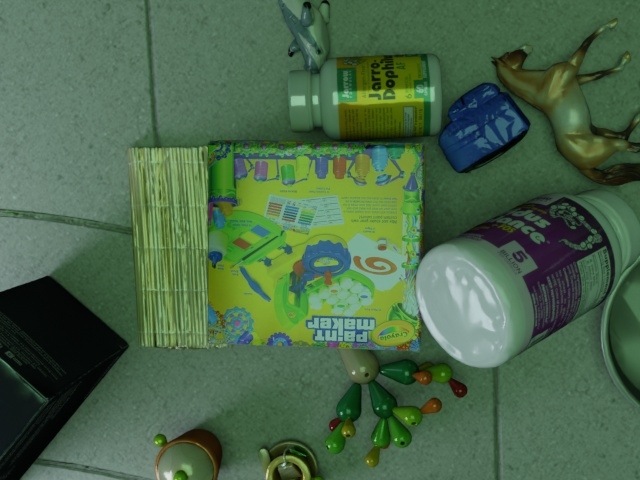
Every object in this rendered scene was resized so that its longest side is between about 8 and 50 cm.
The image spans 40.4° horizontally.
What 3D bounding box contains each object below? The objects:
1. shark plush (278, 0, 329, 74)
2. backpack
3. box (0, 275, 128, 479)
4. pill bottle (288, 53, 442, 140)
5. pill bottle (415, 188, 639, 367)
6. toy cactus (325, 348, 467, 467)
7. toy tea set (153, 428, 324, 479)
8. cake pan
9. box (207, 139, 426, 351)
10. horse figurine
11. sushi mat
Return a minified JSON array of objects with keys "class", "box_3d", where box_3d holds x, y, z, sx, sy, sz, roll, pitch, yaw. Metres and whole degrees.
[{"class":"shark plush","box_3d":[-0.019,-0.287,1.279,0.067,0.073,0.161,-2,117,26]},{"class":"backpack","box_3d":[0.222,-0.158,1.228,0.120,0.098,0.101,-38,86,21]},{"class":"box","box_3d":[-0.487,0.251,1.239,0.179,0.312,0.343,41,98,2]},{"class":"pill bottle","box_3d":[0.062,-0.200,1.223,0.208,0.117,0.118,-2,95,3]},{"class":"pill bottle","box_3d":[0.283,0.034,1.140,0.301,0.169,0.169,-24,93,-34]},{"class":"toy cactus","box_3d":[0.089,0.221,1.290,0.219,0.112,0.180,-35,72,11]},{"class":"toy tea set","box_3d":[-0.109,0.398,1.304,0.336,0.124,0.200,6,96,6]},{"class":"cake pan","box_3d":[0.544,0.126,1.238,0.293,0.054,0.293,1,96,6]},{"class":"box","box_3d":[0.000,0.000,1.226,0.289,0.177,0.279,2,96,6]},{"class":"horse figurine","box_3d":[0.375,-0.181,1.222,0.174,0.066,0.263,-26,92,7]},{"class":"sushi mat","box_3d":[-0.216,0.014,1.333,0.151,0.019,0.317,-2,95,6]}]
